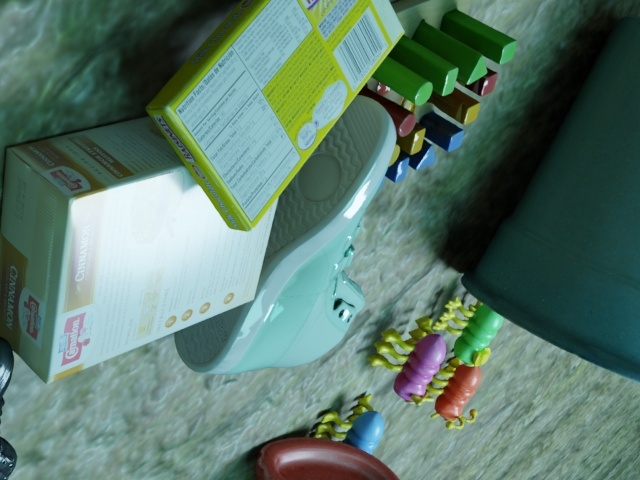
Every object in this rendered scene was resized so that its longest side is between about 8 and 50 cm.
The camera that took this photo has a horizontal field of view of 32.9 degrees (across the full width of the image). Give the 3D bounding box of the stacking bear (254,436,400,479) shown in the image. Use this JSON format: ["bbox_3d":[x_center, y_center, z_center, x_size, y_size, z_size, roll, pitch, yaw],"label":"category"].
[{"bbox_3d":[-0.029,0.369,1.179,0.164,0.175,0.289,-4,135,-42],"label":"stacking bear"}]

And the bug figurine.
[{"bbox_3d":[0.121,0.165,1.241,0.279,0.072,0.216,-18,140,-45],"label":"bug figurine"}]

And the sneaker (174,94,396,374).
[{"bbox_3d":[-0.001,0.000,0.877,0.151,0.094,0.256,9,122,-53],"label":"sneaker"}]

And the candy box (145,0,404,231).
[{"bbox_3d":[-0.022,-0.114,0.710,0.206,0.027,0.105,-54,127,-28],"label":"candy box"}]

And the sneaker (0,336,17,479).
[{"bbox_3d":[-0.237,0.134,0.730,0.170,0.051,0.089,-54,151,10],"label":"sneaker"}]

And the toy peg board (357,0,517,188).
[{"bbox_3d":[0.080,-0.110,0.892,0.161,0.079,0.161,-28,142,-36],"label":"toy peg board"}]

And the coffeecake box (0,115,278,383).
[{"bbox_3d":[-0.118,-0.005,0.728,0.185,0.068,0.142,-21,137,-44],"label":"coffeecake box"}]

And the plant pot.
[{"bbox_3d":[0.371,-0.041,1.166,0.341,0.341,0.334,8,106,-58],"label":"plant pot"}]
